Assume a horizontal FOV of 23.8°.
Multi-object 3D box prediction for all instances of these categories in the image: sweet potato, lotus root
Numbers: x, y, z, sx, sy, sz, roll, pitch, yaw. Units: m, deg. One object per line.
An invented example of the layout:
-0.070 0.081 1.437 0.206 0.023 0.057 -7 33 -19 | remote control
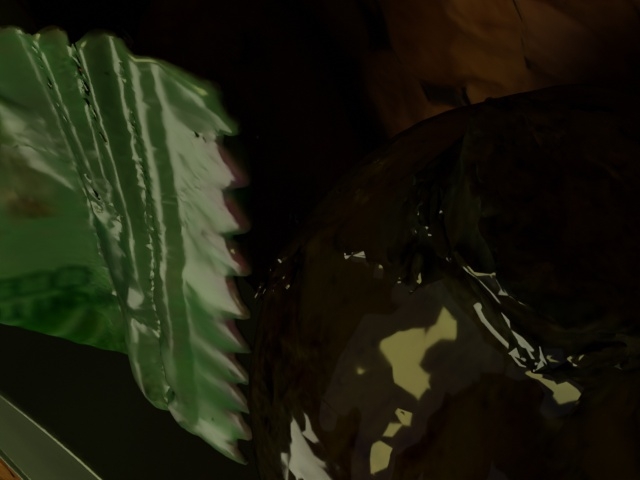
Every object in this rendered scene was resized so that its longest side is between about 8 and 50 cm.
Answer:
0.000 0.000 0.619 0.075 0.075 0.273 21 150 45 | sweet potato
0.076 0.088 0.499 0.196 0.179 0.397 32 157 23 | lotus root

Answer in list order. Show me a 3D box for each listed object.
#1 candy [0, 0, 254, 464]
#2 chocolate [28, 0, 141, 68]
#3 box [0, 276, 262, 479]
-0.184 -0.062 0.595 0.398 0.172 0.263 33 164 21 | candy
-0.119 -0.106 0.695 0.182 0.028 0.086 16 152 54 | chocolate
-0.077 0.090 0.819 0.226 0.149 0.226 36 158 17 | box
